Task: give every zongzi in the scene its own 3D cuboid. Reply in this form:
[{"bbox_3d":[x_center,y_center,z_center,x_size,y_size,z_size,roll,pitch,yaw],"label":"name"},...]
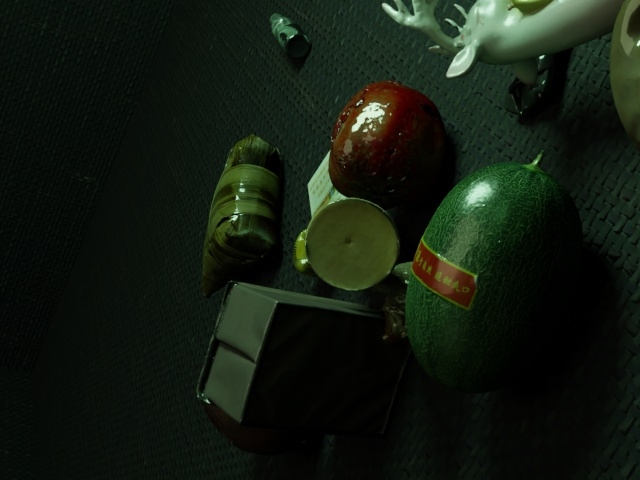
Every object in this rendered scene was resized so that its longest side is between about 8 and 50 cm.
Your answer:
[{"bbox_3d":[-0.175,-0.043,1.944,0.288,0.134,0.286,128,155,-51],"label":"zongzi"}]

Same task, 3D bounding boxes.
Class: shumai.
[{"bbox_3d":[0.137,0.092,1.241,0.145,0.146,0.116,-150,57,-65],"label":"shumai"}]

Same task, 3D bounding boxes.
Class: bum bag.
[{"bbox_3d":[0.284,-0.258,1.210,0.087,0.049,0.197,-169,95,-70],"label":"bum bag"}]

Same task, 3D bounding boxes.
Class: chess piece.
[{"bbox_3d":[0.054,0.001,1.319,0.397,0.117,0.117,-14,-57,-85],"label":"chess piece"}]

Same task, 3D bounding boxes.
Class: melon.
[{"bbox_3d":[0.196,0.034,1.049,0.287,0.182,0.182,-69,25,10],"label":"melon"}]

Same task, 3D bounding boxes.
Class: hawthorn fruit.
[{"bbox_3d":[0.095,-0.161,1.393,0.181,0.181,0.235,-41,38,49],"label":"hawthorn fruit"}]

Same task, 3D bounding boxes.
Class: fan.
[{"bbox_3d":[0.000,0.000,1.566,0.155,0.039,0.082,-47,38,46],"label":"fan"}]

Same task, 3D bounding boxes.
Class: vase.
[{"bbox_3d":[-0.074,-0.461,2.062,0.060,0.060,0.211,-63,27,21],"label":"vase"}]

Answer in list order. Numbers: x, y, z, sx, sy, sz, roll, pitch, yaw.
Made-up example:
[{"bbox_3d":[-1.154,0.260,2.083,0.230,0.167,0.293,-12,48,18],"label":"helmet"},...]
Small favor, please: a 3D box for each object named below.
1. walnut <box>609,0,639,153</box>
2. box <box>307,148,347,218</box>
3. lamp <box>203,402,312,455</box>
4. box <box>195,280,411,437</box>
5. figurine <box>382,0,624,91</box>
[{"bbox_3d":[0.366,-0.155,0.762,0.227,0.273,0.273,20,93,34],"label":"walnut"},{"bbox_3d":[0.023,-0.054,1.636,0.122,0.032,0.220,-54,32,39],"label":"box"},{"bbox_3d":[-0.095,0.260,1.528,0.258,0.180,0.180,-177,103,-71],"label":"lamp"},{"bbox_3d":[-0.015,0.171,1.323,0.153,0.252,0.188,19,93,60],"label":"box"},{"bbox_3d":[0.238,-0.318,1.119,0.316,0.206,0.284,-27,69,31],"label":"figurine"}]
